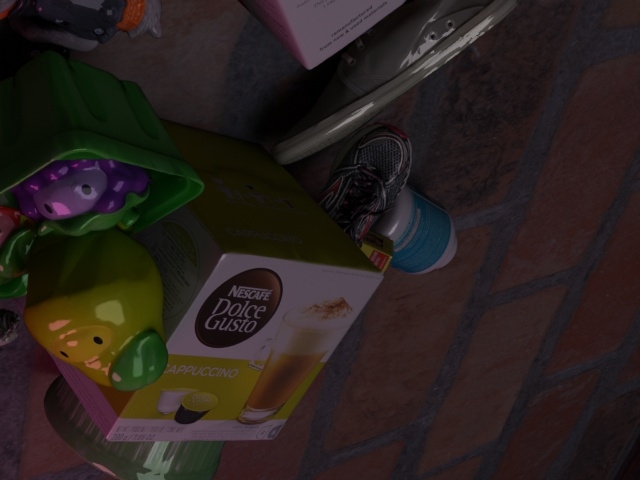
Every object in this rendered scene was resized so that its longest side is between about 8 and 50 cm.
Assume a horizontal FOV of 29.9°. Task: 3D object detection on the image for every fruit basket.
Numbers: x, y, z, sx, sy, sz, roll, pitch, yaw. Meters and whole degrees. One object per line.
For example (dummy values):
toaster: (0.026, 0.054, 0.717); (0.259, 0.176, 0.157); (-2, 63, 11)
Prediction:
fruit basket: (-0.325, 0.011, 1.461); (0.392, 0.392, 0.283); (-51, 149, 14)

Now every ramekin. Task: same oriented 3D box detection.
ramekin: (-0.273, 0.249, 1.918); (0.303, 0.303, 0.148); (10, 114, -48)

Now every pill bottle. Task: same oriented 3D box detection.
pill bottle: (0.146, -0.024, 2.143); (0.146, 0.146, 0.264); (-49, 144, 11)

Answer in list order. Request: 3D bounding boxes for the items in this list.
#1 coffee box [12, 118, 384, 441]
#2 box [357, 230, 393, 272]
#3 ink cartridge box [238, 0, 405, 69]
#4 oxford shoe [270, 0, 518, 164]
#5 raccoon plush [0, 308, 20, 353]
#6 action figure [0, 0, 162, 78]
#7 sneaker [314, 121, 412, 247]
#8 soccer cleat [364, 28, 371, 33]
coffee box: (-0.185, 0.056, 1.743); (0.337, 0.338, 0.334); (10, 121, -49)
box: (0.000, 0.000, 1.987); (0.232, 0.058, 0.087); (24, 118, -8)
ink cartridge box: (-0.079, -0.428, 1.373); (0.160, 0.279, 0.385); (-36, 144, -6)
oxford shoe: (0.095, -0.276, 1.842); (0.449, 0.130, 0.169); (-38, -176, 1)
raccoon plush: (-0.576, 0.158, 1.524); (0.299, 0.216, 0.446); (-48, 169, 2)
action figure: (-0.341, -0.257, 1.404); (0.330, 0.178, 0.341); (-5, 131, -28)
sneaker: (0.048, -0.046, 1.879); (0.121, 0.112, 0.299); (30, 102, -9)
soccer cleat: (0.058, -0.417, 1.649); (0.093, 0.121, 0.289); (-20, 140, -28)
